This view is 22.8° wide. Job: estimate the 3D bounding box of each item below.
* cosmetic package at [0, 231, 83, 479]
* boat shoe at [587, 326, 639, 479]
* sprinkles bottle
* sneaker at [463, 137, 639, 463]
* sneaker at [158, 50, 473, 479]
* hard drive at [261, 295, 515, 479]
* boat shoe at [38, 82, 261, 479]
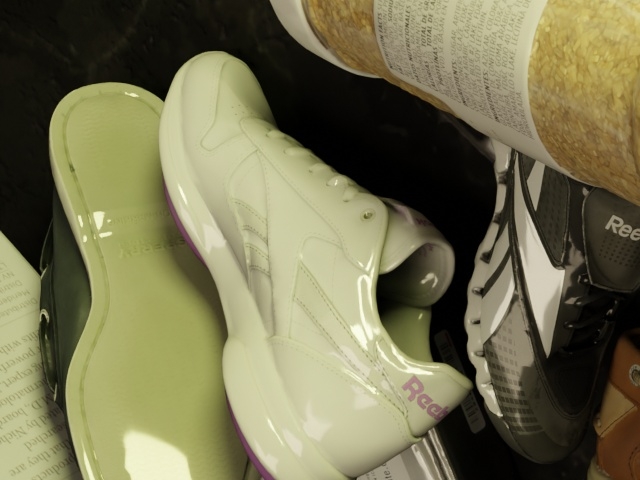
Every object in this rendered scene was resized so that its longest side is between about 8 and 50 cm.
[{"bbox_3d":[-0.184,0.228,1.089,0.453,0.161,0.230,47,132,15],"label":"cosmetic package"},{"bbox_3d":[0.272,0.109,0.776,0.324,0.122,0.120,7,106,38],"label":"boat shoe"},{"bbox_3d":[0.095,-0.104,0.732,0.355,0.121,0.121,-144,47,-58],"label":"sprinkles bottle"},{"bbox_3d":[0.135,0.005,0.827,0.106,0.078,0.234,8,95,56],"label":"sneaker"},{"bbox_3d":[0.000,0.000,0.939,0.152,0.114,0.305,-31,58,17],"label":"sneaker"},{"bbox_3d":[-0.019,0.174,1.083,0.339,0.064,0.237,-17,96,43],"label":"hard drive"},{"bbox_3d":[-0.119,0.066,1.023,0.113,0.127,0.340,114,142,-57],"label":"boat shoe"}]
